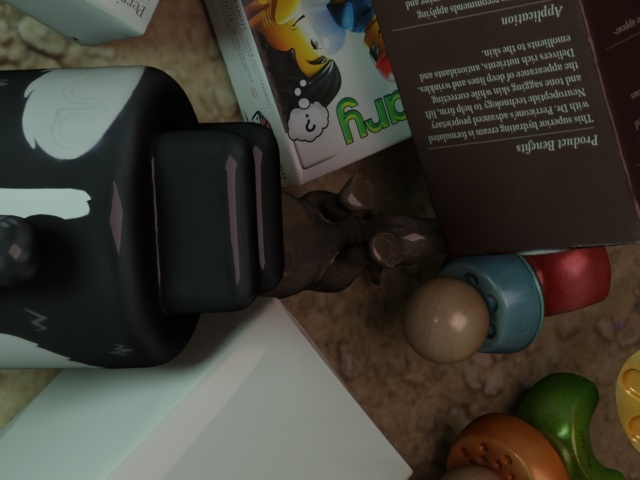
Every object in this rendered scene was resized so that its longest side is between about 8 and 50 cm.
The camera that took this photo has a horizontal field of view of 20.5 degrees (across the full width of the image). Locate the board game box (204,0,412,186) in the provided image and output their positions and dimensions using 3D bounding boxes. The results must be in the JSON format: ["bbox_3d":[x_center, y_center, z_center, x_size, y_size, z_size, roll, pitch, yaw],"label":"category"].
[{"bbox_3d":[0.065,-0.181,1.252,0.305,0.053,0.193,-25,104,-28],"label":"board game box"}]

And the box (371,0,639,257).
[{"bbox_3d":[0.164,-0.114,1.169,0.167,0.168,0.203,-30,108,-42],"label":"box"}]

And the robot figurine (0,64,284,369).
[{"bbox_3d":[-0.163,-0.009,1.003,0.209,0.278,0.174,70,22,-57],"label":"robot figurine"}]

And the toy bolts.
[{"bbox_3d":[0.156,0.102,1.228,0.158,0.218,0.229,-25,96,-42],"label":"toy bolts"}]

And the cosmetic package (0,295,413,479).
[{"bbox_3d":[-0.144,0.205,1.054,0.365,0.197,0.155,-48,112,-23],"label":"cosmetic package"}]

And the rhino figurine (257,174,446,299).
[{"bbox_3d":[0.000,0.000,1.183,0.243,0.106,0.073,-1,77,-42],"label":"rhino figurine"}]

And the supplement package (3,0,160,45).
[{"bbox_3d":[-0.136,-0.225,1.102,0.105,0.105,0.179,28,77,-29],"label":"supplement package"}]
